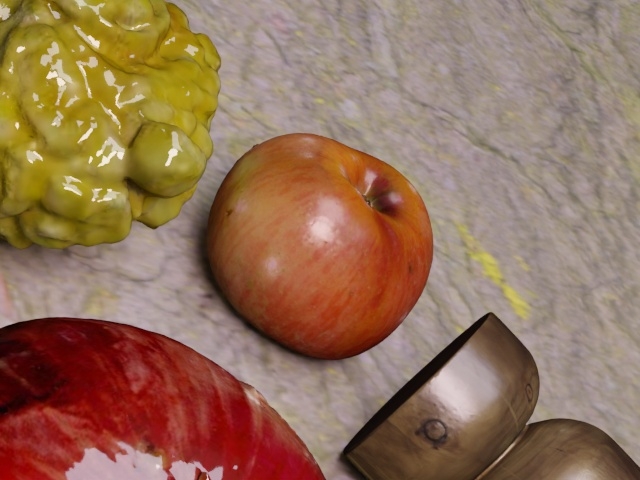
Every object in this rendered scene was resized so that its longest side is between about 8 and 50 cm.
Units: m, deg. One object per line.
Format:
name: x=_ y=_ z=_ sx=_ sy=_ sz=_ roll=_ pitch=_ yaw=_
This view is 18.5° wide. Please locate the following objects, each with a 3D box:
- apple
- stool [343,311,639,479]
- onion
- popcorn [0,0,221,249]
apple: x=0.000 y=0.000 z=1.736 sx=0.209 sy=0.164 sz=0.209 roll=27 pitch=39 yaw=-24
stool: x=0.173 y=0.215 z=1.685 sx=0.264 sy=0.179 sz=0.179 roll=46 pitch=37 yaw=1
onion: x=-0.160 y=0.207 z=1.228 sx=0.341 sy=0.341 sz=0.341 roll=25 pitch=42 yaw=-24
popcorn: x=-0.199 y=-0.111 z=1.606 sx=0.241 sy=0.235 sz=0.250 roll=9 pitch=26 yaw=-7
